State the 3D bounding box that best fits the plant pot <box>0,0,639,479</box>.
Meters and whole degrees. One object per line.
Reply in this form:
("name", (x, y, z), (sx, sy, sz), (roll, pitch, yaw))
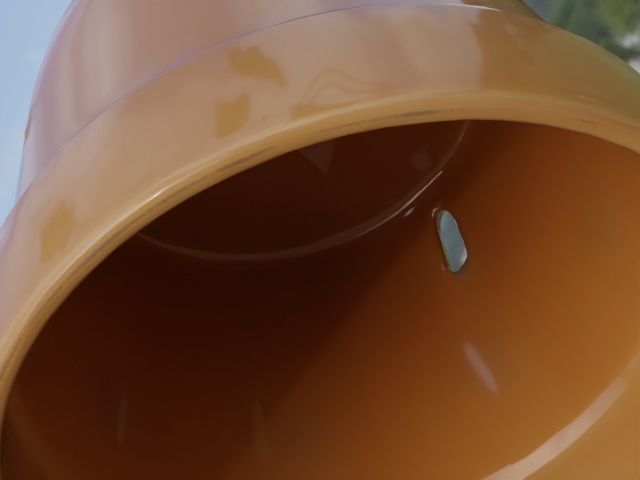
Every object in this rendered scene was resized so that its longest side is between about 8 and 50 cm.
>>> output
("plant pot", (0.000, 0.000, 0.737), (0.203, 0.291, 0.291), (-110, 27, -46))
